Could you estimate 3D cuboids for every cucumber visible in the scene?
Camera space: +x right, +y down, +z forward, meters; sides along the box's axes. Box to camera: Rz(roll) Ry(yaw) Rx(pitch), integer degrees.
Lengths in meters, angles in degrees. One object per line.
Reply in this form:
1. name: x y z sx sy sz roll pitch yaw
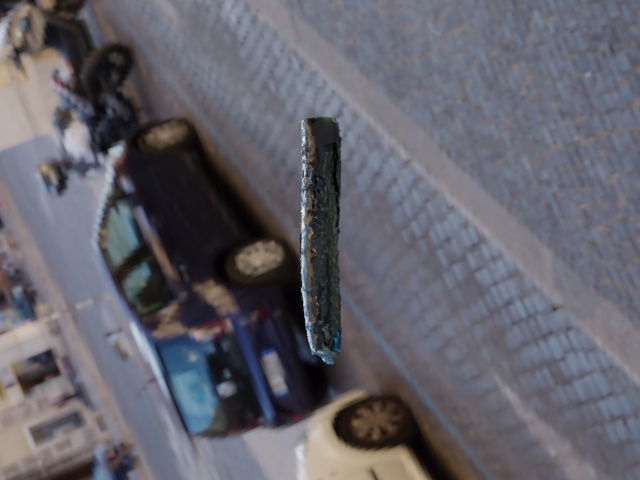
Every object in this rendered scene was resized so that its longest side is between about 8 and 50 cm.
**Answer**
1. cucumber: 0.000 0.000 1.407 0.044 0.043 0.257 0 92 55
